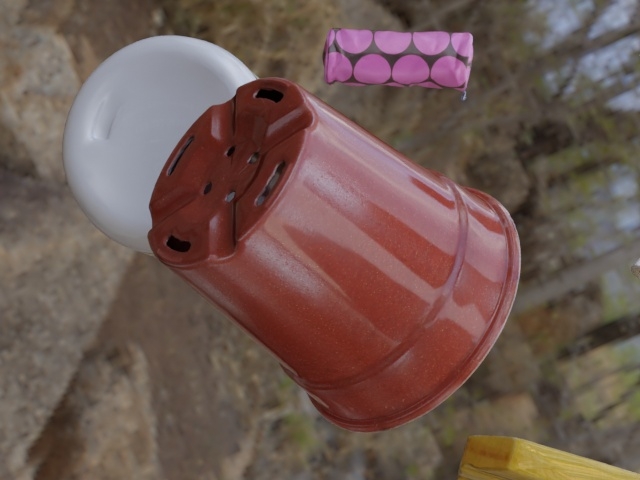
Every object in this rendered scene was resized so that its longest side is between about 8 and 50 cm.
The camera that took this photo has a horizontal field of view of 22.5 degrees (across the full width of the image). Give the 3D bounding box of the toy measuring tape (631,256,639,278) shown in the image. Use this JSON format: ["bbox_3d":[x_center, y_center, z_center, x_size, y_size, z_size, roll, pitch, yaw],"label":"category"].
[{"bbox_3d":[0.590,0.011,2.240,0.121,0.330,0.121,-13,105,-56],"label":"toy measuring tape"}]

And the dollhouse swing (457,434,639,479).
[{"bbox_3d":[0.257,0.339,1.287,0.347,0.305,0.315,83,10,-70],"label":"dollhouse swing"}]

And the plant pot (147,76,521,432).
[{"bbox_3d":[0.000,0.000,1.500,0.265,0.272,0.272,37,20,-35],"label":"plant pot"}]

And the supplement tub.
[{"bbox_3d":[-0.130,-0.083,1.828,0.235,0.235,0.325,66,9,14],"label":"supplement tub"}]

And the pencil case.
[{"bbox_3d":[0.107,-0.250,2.247,0.098,0.209,0.095,-104,-162,-83],"label":"pencil case"}]
